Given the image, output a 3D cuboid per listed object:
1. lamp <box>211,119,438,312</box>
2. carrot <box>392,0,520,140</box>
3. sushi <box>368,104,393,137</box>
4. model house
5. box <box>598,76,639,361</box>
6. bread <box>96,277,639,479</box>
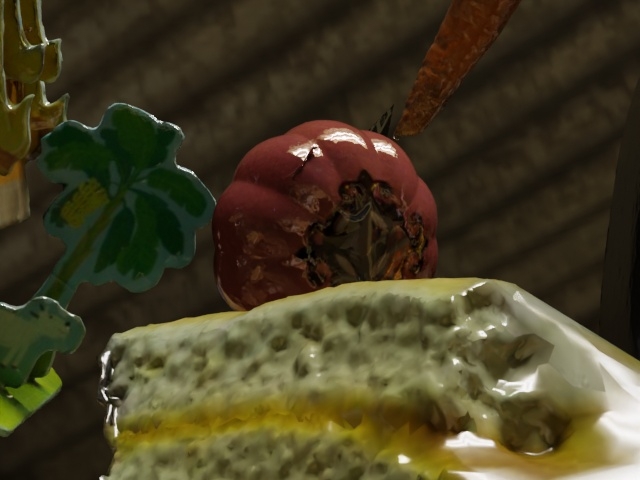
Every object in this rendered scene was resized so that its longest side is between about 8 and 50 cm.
[{"bbox_3d":[0.000,0.000,1.469,0.182,0.140,0.182,-5,-81,-30],"label":"lamp"},{"bbox_3d":[0.115,-0.161,1.336,0.057,0.057,0.224,26,-81,-35],"label":"carrot"},{"bbox_3d":[0.040,-0.037,1.697,0.026,0.120,0.126,22,-53,15],"label":"sushi"},{"bbox_3d":[-0.262,-0.069,1.489,0.357,0.242,0.313,36,-81,2],"label":"model house"},{"bbox_3d":[0.187,-0.008,1.068,0.042,0.201,0.213,7,-89,-1],"label":"box"},{"bbox_3d":[0.075,0.168,0.822,0.264,0.395,0.239,-30,-34,24],"label":"bread"}]
